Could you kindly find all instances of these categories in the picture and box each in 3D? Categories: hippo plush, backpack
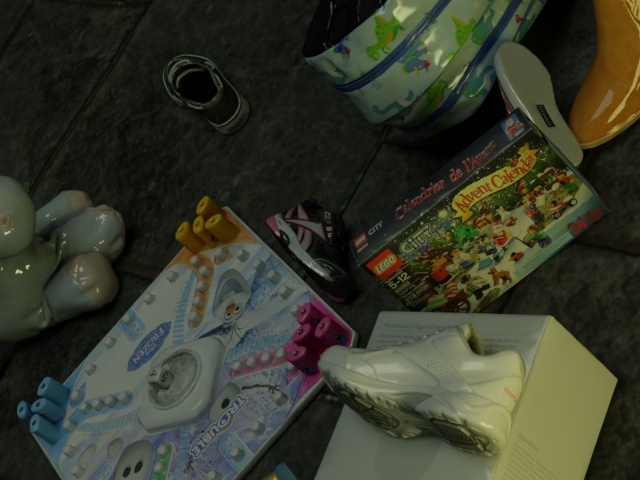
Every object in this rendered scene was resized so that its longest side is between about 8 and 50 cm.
[{"bbox_3d":[-0.434,0.005,2.439,0.294,0.236,0.234,-34,40,19],"label":"hippo plush"},{"bbox_3d":[0.134,-0.294,2.122,0.290,0.273,0.355,-19,19,49],"label":"backpack"}]

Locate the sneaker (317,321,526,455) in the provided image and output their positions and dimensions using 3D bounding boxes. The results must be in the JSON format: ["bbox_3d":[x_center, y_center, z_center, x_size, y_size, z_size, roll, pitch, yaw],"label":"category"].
[{"bbox_3d":[0.102,0.126,1.707,0.232,0.090,0.115,13,61,40],"label":"sneaker"}]

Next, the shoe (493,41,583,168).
[{"bbox_3d":[0.224,-0.129,1.993,0.081,0.063,0.178,-56,48,47],"label":"shoe"}]

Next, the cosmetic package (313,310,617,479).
[{"bbox_3d":[0.139,0.197,1.778,0.224,0.138,0.225,0,60,45],"label":"cosmetic package"}]

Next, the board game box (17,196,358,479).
[{"bbox_3d":[-0.178,0.168,2.196,0.390,0.050,0.390,-48,37,1],"label":"board game box"}]

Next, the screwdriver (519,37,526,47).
[{"bbox_3d":[0.234,-0.185,2.106,0.025,0.024,0.170,-5,46,7],"label":"screwdriver"}]

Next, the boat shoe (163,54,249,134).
[{"bbox_3d":[-0.171,-0.220,2.507,0.078,0.070,0.219,-50,37,-1],"label":"boat shoe"}]

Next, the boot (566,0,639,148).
[{"bbox_3d":[0.312,-0.266,1.945,0.295,0.211,0.104,-53,36,-4],"label":"boot"}]

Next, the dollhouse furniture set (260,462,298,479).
[{"bbox_3d":[-0.059,0.407,1.623,0.286,0.303,0.198,-34,37,-3],"label":"dollhouse furniture set"}]

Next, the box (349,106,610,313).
[{"bbox_3d":[0.169,-0.014,1.915,0.233,0.159,0.044,-39,38,14],"label":"box"}]

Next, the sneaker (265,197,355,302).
[{"bbox_3d":[0.000,0.000,2.150,0.077,0.072,0.178,-38,43,-3],"label":"sneaker"}]
